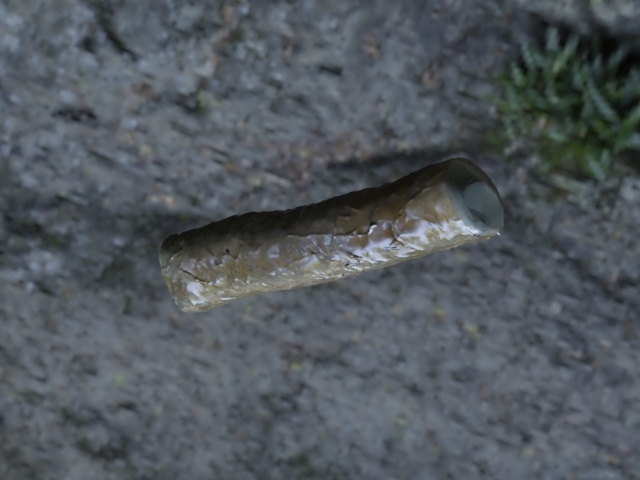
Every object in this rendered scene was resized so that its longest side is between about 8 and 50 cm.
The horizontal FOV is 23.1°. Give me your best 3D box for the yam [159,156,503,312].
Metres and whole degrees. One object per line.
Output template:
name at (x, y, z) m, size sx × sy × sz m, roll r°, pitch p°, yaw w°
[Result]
yam at (0.000, 0.000, 1.104) m, size 0.299 × 0.066 × 0.066 m, roll -13°, pitch 148°, yaw 41°
